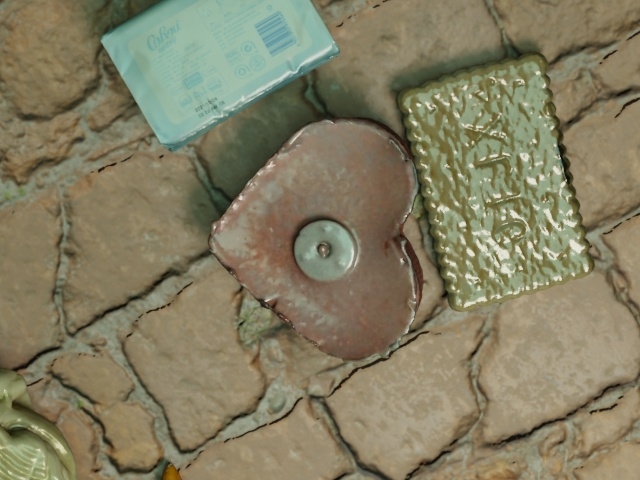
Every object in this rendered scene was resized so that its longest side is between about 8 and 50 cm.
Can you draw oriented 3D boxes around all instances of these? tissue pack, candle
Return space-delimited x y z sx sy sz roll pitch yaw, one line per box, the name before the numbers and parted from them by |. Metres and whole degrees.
tissue pack | -0.129 -0.254 1.587 0.263 0.089 0.177 -30 95 4
candle | 0.000 0.000 1.619 0.287 0.131 0.317 -6 94 8

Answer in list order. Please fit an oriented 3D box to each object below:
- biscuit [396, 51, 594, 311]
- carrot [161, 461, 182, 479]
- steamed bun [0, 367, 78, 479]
biscuit | 0.239 -0.078 1.654 0.217 0.044 0.325 -17 99 -1
carrot | -0.193 0.448 1.715 0.062 0.066 0.271 -2 99 -47
steamed bun | -0.469 0.297 1.608 0.289 0.203 0.276 -3 91 -16
